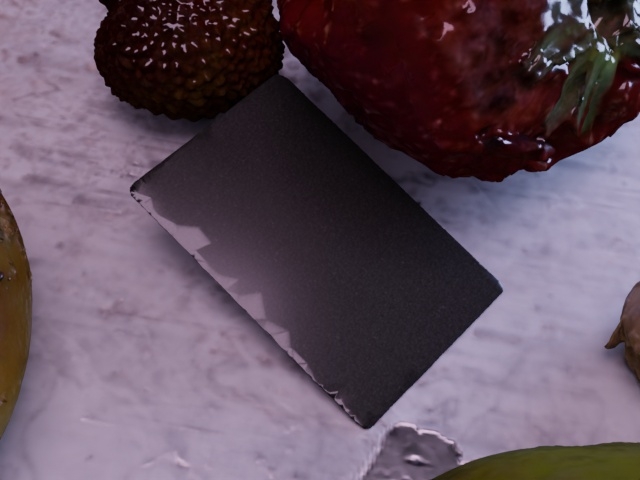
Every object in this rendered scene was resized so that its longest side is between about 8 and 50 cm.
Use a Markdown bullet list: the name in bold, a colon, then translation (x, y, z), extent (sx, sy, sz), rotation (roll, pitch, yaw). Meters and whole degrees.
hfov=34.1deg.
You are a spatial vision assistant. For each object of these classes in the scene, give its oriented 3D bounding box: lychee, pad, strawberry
- **lychee**: translation (-0.088, -0.140, 0.716), extent (0.129, 0.123, 0.123), rotation (22, 58, 1)
- **pad**: translation (0.000, 0.000, 0.665), extent (0.211, 0.003, 0.143), rotation (45, 64, 7)
- **strawberry**: translation (0.092, -0.169, 0.690), extent (0.220, 0.274, 0.274), rotation (11, 47, 49)

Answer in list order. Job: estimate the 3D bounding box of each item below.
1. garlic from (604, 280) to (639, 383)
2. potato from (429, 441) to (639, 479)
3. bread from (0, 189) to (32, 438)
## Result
- **garlic**: translation (0.252, 0.053, 0.647), extent (0.152, 0.066, 0.084), rotation (-4, 84, -2)
- **potato**: translation (0.132, 0.205, 0.446), extent (0.280, 0.213, 0.330), rotation (20, 56, 9)
- **bread**: translation (-0.295, 0.025, 0.543), extent (0.305, 0.159, 0.305), rotation (11, 49, -13)
